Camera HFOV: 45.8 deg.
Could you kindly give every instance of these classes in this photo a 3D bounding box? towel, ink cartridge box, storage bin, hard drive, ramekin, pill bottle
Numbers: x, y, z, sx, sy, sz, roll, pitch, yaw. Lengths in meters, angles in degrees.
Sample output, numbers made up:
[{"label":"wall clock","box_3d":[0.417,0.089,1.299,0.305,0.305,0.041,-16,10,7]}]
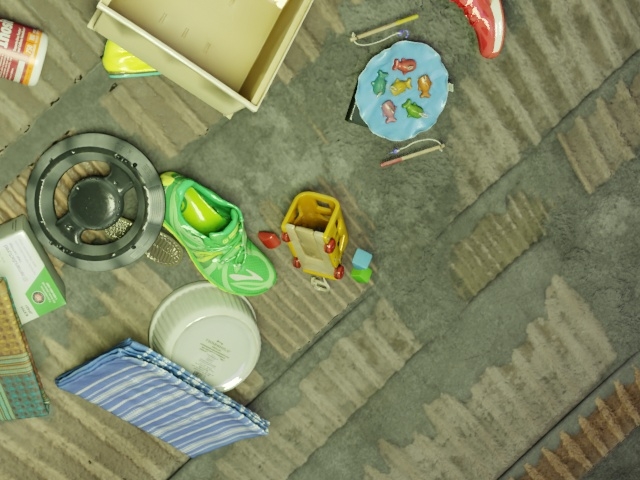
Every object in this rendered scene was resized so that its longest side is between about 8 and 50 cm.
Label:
[{"label":"towel","box_3d":[-0.287,0.302,1.376,0.243,0.040,0.336,-28,126,36]},{"label":"ink cartridge box","box_3d":[-0.547,0.075,1.237,0.208,0.087,0.153,-26,117,-9]},{"label":"storage bin","box_3d":[-0.170,-0.365,1.154,0.262,0.123,0.260,31,75,-22]},{"label":"hard drive","box_3d":[0.121,-0.252,1.416,0.135,0.022,0.094,12,104,-25]},{"label":"ramekin","box_3d":[-0.207,0.188,1.403,0.207,0.109,0.207,-8,112,-19]},{"label":"towel","box_3d":[-0.641,0.186,1.192,0.370,0.040,0.271,-6,119,1]},{"label":"pill bottle","box_3d":[-0.490,-0.291,1.123,0.152,0.086,0.086,13,104,-26]}]

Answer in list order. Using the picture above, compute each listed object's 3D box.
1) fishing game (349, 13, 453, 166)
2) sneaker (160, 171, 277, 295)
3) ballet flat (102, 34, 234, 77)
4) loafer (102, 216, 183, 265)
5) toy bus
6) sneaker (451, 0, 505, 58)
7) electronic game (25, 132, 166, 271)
[{"label":"fishing game","box_3d":[0.158,-0.270,1.389,0.189,0.041,0.264,-18,115,-12]},{"label":"sneaker","box_3d":[-0.179,0.001,1.327,0.295,0.123,0.109,46,67,-29]},{"label":"ballet flat","box_3d":[-0.234,-0.302,1.228,0.231,0.077,0.077,-3,108,-19]},{"label":"loafer","box_3d":[-0.305,-0.005,1.312,0.148,0.050,0.056,31,96,-16]},{"label":"toy bus","box_3d":[0.003,-0.005,1.412,0.191,0.202,0.104,35,64,-22]},{"label":"sneaker","box_3d":[0.256,-0.435,1.380,0.128,0.087,0.221,-13,101,-8]},{"label":"electronic game","box_3d":[-0.369,-0.062,1.247,0.229,0.048,0.229,0,99,0]}]
